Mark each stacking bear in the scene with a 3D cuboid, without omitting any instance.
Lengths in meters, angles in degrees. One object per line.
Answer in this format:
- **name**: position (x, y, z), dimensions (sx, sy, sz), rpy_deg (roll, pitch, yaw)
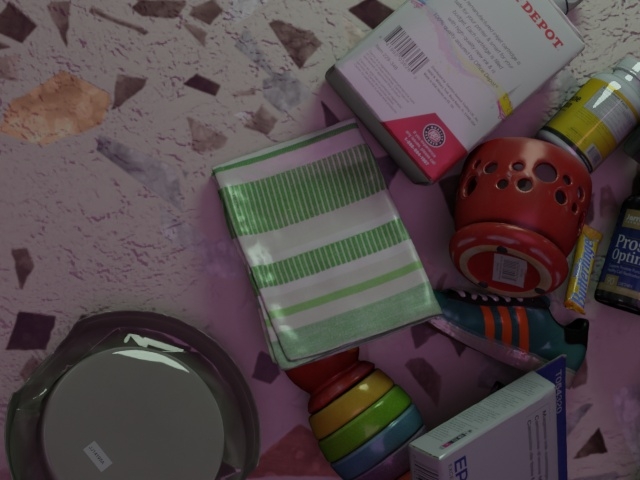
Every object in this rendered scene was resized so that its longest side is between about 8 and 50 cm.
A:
- **stacking bear**: position (0.054, 0.242, 1.496), dimensions (0.164, 0.175, 0.289), rpy_deg (-39, 84, 33)

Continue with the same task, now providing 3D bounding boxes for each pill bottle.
- **pill bottle**: position (0.420, -0.186, 1.552), dimensions (0.184, 0.103, 0.103), rpy_deg (-45, 96, -4)
- **pill bottle**: position (0.503, 0.004, 1.558), dimensions (0.122, 0.123, 0.219), rpy_deg (17, 89, -7)

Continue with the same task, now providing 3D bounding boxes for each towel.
- **towel**: position (0.000, 0.000, 1.479), dimensions (0.247, 0.038, 0.325), rpy_deg (-20, 72, -4)

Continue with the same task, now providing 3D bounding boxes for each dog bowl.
- **dog bowl**: position (-0.261, 0.274, 1.412), dimensions (0.348, 0.102, 0.349), rpy_deg (10, 61, -19)

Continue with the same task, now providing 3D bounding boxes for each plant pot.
- **plant pot**: position (0.277, -0.026, 1.469), dimensions (0.191, 0.191, 0.174), rpy_deg (27, 61, -7)

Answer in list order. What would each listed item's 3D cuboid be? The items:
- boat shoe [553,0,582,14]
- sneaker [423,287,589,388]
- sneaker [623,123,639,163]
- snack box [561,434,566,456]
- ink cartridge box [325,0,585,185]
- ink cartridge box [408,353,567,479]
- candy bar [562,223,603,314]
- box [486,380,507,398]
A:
- **boat shoe**: position (0.314, -0.461, 1.537), dimensions (0.088, 0.096, 0.268), rpy_deg (-34, 96, -9)
- **sneaker**: position (0.267, 0.115, 1.545), dimensions (0.302, 0.108, 0.121), rpy_deg (24, 88, -15)
- **sneaker**: position (0.536, -0.173, 1.558), dimensions (0.083, 0.222, 0.118), rpy_deg (52, 123, 27)
- **snack box**: position (0.328, 0.378, 1.574), dimensions (0.064, 0.022, 0.178), rpy_deg (5, 101, -30)
- **ink cartridge box**: position (0.193, -0.261, 1.508), dimensions (0.306, 0.131, 0.226), rpy_deg (-41, 95, -6)
- **ink cartridge box**: position (0.268, 0.367, 1.448), dimensions (0.330, 0.071, 0.324), rpy_deg (-22, 115, -34)
- **candy bar**: position (0.399, 0.045, 1.567), dimensions (0.040, 0.018, 0.162), rpy_deg (29, 56, -9)
- **box**: position (0.282, 0.315, 1.586), dimensions (0.116, 0.029, 0.162), rpy_deg (31, 89, -7)
